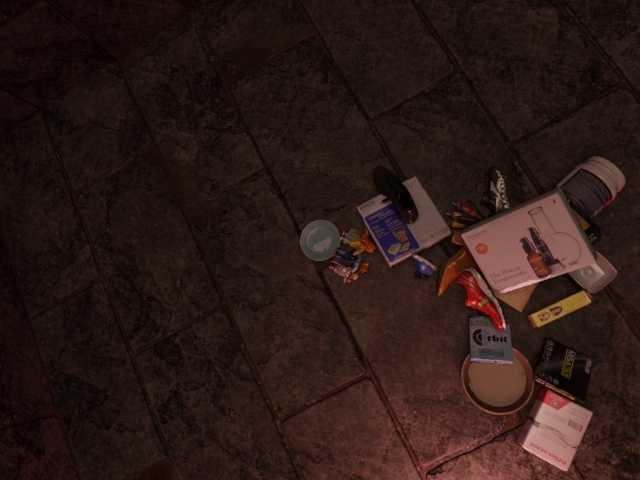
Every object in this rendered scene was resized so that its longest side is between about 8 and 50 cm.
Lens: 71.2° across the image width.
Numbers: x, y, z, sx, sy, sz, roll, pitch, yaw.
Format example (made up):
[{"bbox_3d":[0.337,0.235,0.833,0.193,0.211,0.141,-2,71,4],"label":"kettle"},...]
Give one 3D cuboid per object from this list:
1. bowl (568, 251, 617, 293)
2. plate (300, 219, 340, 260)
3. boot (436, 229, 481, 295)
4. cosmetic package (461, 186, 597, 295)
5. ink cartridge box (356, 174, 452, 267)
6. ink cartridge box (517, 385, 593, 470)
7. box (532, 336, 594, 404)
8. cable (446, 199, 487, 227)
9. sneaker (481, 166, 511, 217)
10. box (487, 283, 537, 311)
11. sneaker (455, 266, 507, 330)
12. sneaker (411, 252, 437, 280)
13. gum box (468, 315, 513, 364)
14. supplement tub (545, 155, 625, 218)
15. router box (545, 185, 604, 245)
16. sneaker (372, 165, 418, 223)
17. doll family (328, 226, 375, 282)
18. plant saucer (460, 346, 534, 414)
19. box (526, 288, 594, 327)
[{"bbox_3d":[1.067,0.124,1.771,0.142,0.053,0.142,-41,76,3],"label":"bowl"},{"bbox_3d":[0.000,0.000,2.039,0.187,0.024,0.189,-2,79,13],"label":"plate"},{"bbox_3d":[0.614,0.112,1.851,0.211,0.104,0.296,16,96,1],"label":"boot"},{"bbox_3d":[0.765,0.013,1.664,0.377,0.097,0.285,-29,92,38],"label":"cosmetic package"},{"bbox_3d":[0.357,-0.082,1.936,0.303,0.072,0.308,-27,70,-1],"label":"ink cartridge box"},{"bbox_3d":[0.881,0.705,1.686,0.171,0.100,0.237,26,86,15],"label":"ink cartridge box"},{"bbox_3d":[0.925,0.492,1.701,0.184,0.045,0.191,25,57,17],"label":"box"},{"bbox_3d":[0.678,-0.087,1.884,0.286,0.072,0.140,18,109,7],"label":"cable"},{"bbox_3d":[0.728,-0.198,1.887,0.106,0.078,0.235,-11,80,8],"label":"sneaker"},{"bbox_3d":[0.800,0.165,1.838,0.164,0.021,0.201,32,88,15],"label":"box"},{"bbox_3d":[0.639,0.242,1.785,0.118,0.107,0.279,-33,80,16],"label":"sneaker"},{"bbox_3d":[0.419,0.117,1.876,0.085,0.152,0.058,-57,37,4],"label":"sneaker"},{"bbox_3d":[0.674,0.395,1.778,0.156,0.041,0.185,2,54,13],"label":"gum box"},{"bbox_3d":[1.022,-0.178,1.761,0.272,0.191,0.191,-42,75,3],"label":"supplement tub"},{"bbox_3d":[0.856,-0.016,1.705,0.243,0.081,0.309,46,128,7],"label":"router box"},{"bbox_3d":[0.319,-0.211,1.877,0.109,0.130,0.286,-35,71,-2],"label":"sneaker"},{"bbox_3d":[0.147,0.060,1.947,0.163,0.118,0.263,25,86,15],"label":"doll family"},{"bbox_3d":[0.703,0.547,1.784,0.277,0.041,0.278,-2,80,11],"label":"plant saucer"},{"bbox_3d":[0.941,0.268,1.758,0.232,0.087,0.058,-28,74,7],"label":"box"}]
